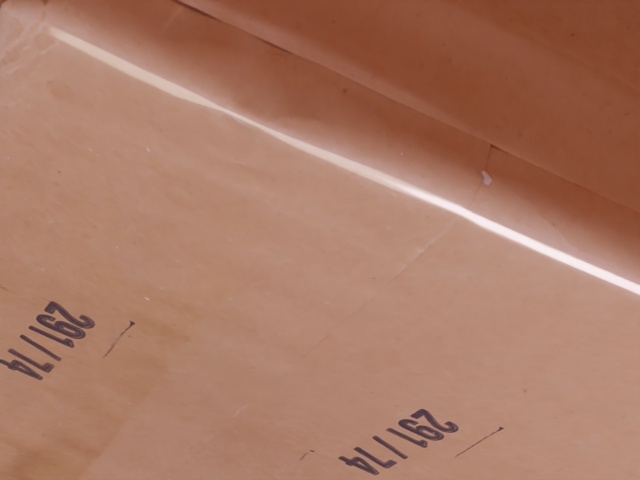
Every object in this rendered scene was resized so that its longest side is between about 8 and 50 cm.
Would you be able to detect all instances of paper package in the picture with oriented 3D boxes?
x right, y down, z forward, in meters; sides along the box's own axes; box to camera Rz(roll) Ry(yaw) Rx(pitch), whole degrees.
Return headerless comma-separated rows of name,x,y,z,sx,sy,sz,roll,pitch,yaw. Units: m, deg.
paper package,0.000,0.000,0.511,0.309,0.168,0.325,23,145,-13
